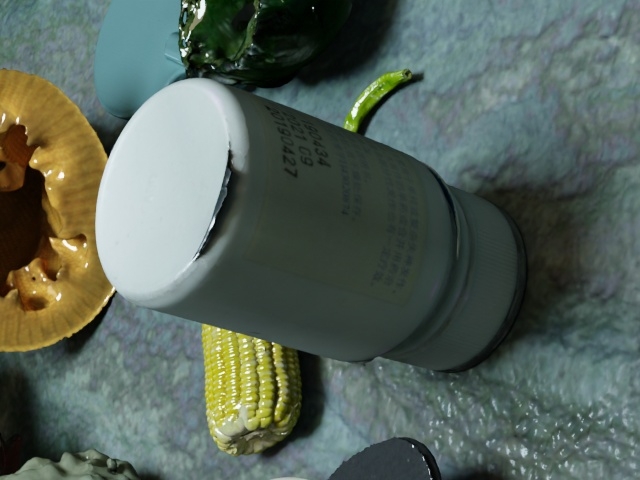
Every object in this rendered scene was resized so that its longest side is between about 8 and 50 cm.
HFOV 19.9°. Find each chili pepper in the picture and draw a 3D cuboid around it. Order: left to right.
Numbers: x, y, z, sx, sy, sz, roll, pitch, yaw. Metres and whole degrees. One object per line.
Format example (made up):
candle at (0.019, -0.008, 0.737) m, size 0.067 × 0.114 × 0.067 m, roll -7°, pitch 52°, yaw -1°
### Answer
chili pepper at (-0.050, -0.203, 1.393) m, size 0.148 × 0.116 × 0.264 m, roll -18°, pitch 44°, yaw -7°
chili pepper at (0.039, -0.097, 1.317) m, size 0.083 × 0.017 × 0.030 m, roll -53°, pitch 43°, yaw 26°

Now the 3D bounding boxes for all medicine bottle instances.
medicine bottle at (0.000, 0.000, 1.135) m, size 0.143 × 0.258 × 0.143 m, roll -23°, pitch 58°, yaw 44°

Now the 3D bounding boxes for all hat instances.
hat at (-0.307, -0.048, 1.565) m, size 0.233 × 0.244 × 0.233 m, roll -147°, pitch 63°, yaw -66°

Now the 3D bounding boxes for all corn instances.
corn at (-0.053, 0.071, 1.326) m, size 0.085 × 0.063 × 0.165 m, roll 121°, pitch 148°, yaw -53°

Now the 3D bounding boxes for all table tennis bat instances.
table tennis bat at (-0.124, -0.164, 1.520) m, size 0.237 × 0.038 × 0.149 m, roll 26°, pitch 94°, yaw 55°

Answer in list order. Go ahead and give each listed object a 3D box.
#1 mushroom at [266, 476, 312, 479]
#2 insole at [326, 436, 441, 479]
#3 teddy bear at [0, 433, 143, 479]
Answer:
mushroom at (-0.007, 0.203, 1.244) m, size 0.306 × 0.043 × 0.068 m, roll 15°, pitch 68°, yaw 52°
insole at (-0.001, 0.247, 1.189) m, size 0.110 × 0.012 × 0.309 m, roll 54°, pitch 128°, yaw 42°
teddy bear at (-0.323, 0.287, 1.458) m, size 0.357 × 0.224 × 0.367 m, roll 26°, pitch 124°, yaw 27°
